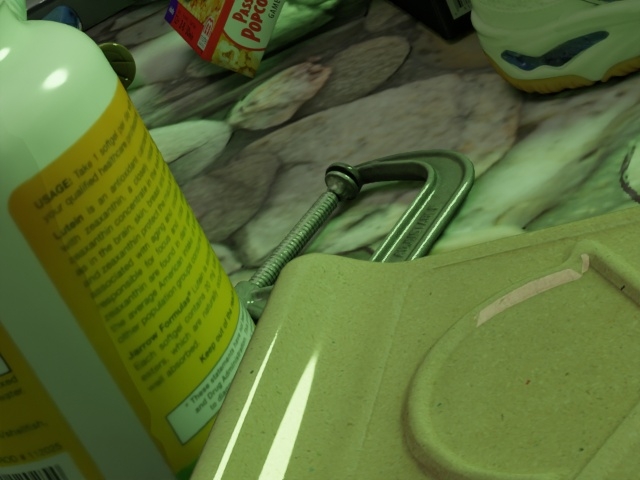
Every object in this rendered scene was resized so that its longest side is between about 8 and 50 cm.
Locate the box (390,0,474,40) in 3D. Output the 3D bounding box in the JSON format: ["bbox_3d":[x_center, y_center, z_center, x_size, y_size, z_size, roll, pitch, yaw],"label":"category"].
[{"bbox_3d":[0.153,-0.258,0.895,0.261,0.103,0.184,-29,24,-4],"label":"box"}]

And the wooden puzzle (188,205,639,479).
[{"bbox_3d":[0.124,0.089,0.335,0.348,0.080,0.322,-10,31,22],"label":"wooden puzzle"}]

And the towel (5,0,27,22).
[{"bbox_3d":[-0.383,-0.093,1.011,0.374,0.090,0.320,-35,35,7],"label":"towel"}]

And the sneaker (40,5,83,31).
[{"bbox_3d":[-0.278,-0.166,1.144,0.063,0.073,0.162,6,42,48],"label":"sneaker"}]

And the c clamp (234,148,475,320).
[{"bbox_3d":[0.000,0.000,0.656,0.137,0.022,0.161,3,39,45],"label":"c clamp"}]

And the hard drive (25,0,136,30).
[{"bbox_3d":[-0.277,-0.285,1.387,0.233,0.047,0.353,-31,27,-8],"label":"hard drive"}]

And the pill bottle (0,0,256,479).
[{"bbox_3d":[-0.124,-0.002,0.522,0.136,0.246,0.136,-21,27,11],"label":"pill bottle"}]

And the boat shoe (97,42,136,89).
[{"bbox_3d":[-0.220,-0.114,1.025,0.153,0.056,0.048,-30,17,-9],"label":"boat shoe"}]

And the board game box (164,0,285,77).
[{"bbox_3d":[-0.049,-0.232,0.965,0.193,0.045,0.147,-67,25,12],"label":"board game box"}]

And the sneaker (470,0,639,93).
[{"bbox_3d":[0.211,-0.177,0.664,0.296,0.131,0.112,-18,26,15],"label":"sneaker"}]
